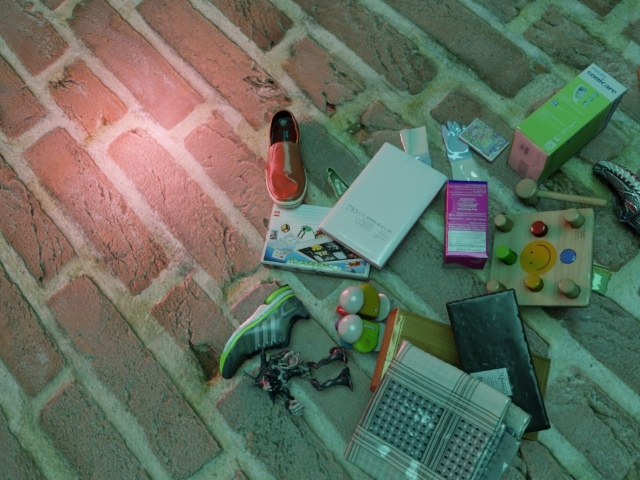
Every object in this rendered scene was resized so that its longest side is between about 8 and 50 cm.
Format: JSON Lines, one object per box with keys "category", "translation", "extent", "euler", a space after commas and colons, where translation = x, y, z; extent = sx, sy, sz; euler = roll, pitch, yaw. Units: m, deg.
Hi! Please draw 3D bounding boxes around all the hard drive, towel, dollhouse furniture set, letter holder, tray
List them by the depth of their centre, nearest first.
{"category": "towel", "translation": [0.236, 0.416, 1.309], "extent": [0.324, 0.056, 0.312], "euler": [28, 88, 31]}
{"category": "letter holder", "translation": [0.408, 0.274, 1.421], "extent": [0.152, 0.214, 0.301], "euler": [-15, 80, 16]}
{"category": "tray", "translation": [0.343, 0.324, 1.495], "extent": [0.411, 0.076, 0.202], "euler": [19, 73, -9]}
{"category": "dollhouse furniture set", "translation": [0.684, 0.081, 1.616], "extent": [0.152, 0.058, 0.076], "euler": [18, 74, 14]}
{"category": "hard drive", "translation": [0.174, -0.100, 1.715], "extent": [0.210, 0.040, 0.318], "euler": [34, 76, 19]}

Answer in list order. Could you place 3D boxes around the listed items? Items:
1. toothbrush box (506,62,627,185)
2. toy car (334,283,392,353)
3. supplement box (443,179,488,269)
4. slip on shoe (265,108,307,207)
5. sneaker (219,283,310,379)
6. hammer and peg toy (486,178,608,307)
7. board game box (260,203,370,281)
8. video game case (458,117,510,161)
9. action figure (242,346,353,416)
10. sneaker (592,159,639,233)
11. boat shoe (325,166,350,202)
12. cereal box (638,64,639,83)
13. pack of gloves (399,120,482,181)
{"category": "toothbrush box", "translation": [0.659, -0.306, 1.682], "extent": [0.283, 0.206, 0.122], "euler": [-39, 69, -5]}
{"category": "toy car", "translation": [0.097, 0.209, 1.626], "extent": [0.136, 0.159, 0.181], "euler": [-19, 60, 45]}
{"category": "supplement box", "translation": [0.392, -0.042, 1.677], "extent": [0.114, 0.111, 0.219], "euler": [3, 72, 9]}
{"category": "slip on shoe", "translation": [-0.105, -0.243, 1.813], "extent": [0.123, 0.101, 0.331], "euler": [-5, 63, 5]}
{"category": "sneaker", "translation": [-0.151, 0.259, 1.655], "extent": [0.121, 0.111, 0.300], "euler": [39, 82, 15]}
{"category": "hammer and peg toy", "translation": [0.570, -0.006, 1.577], "extent": [0.266, 0.127, 0.361], "euler": [-3, 67, 40]}
{"category": "board game box", "translation": [0.000, 0.000, 1.751], "extent": [0.306, 0.053, 0.192], "euler": [8, 71, 11]}
{"category": "video game case", "translation": [0.475, -0.293, 1.799], "extent": [0.122, 0.011, 0.087], "euler": [42, 73, 15]}
{"category": "action figure", "translation": [-0.062, 0.349, 1.584], "extent": [0.276, 0.141, 0.163], "euler": [-11, 99, 0]}
{"category": "sneaker", "translation": [0.826, -0.098, 1.635], "extent": [0.112, 0.121, 0.299], "euler": [-46, 59, 23]}
{"category": "boat shoe", "translation": [0.062, -0.148, 1.798], "extent": [0.056, 0.048, 0.153], "euler": [-28, 69, -2]}
{"category": "cereal box", "translation": [1.040, -0.434, 1.755], "extent": [0.240, 0.047, 0.172], "euler": [1, 70, 9]}
{"category": "pack of gloves", "translation": [0.348, -0.247, 1.794], "extent": [0.195, 0.046, 0.232], "euler": [-13, 69, 5]}
